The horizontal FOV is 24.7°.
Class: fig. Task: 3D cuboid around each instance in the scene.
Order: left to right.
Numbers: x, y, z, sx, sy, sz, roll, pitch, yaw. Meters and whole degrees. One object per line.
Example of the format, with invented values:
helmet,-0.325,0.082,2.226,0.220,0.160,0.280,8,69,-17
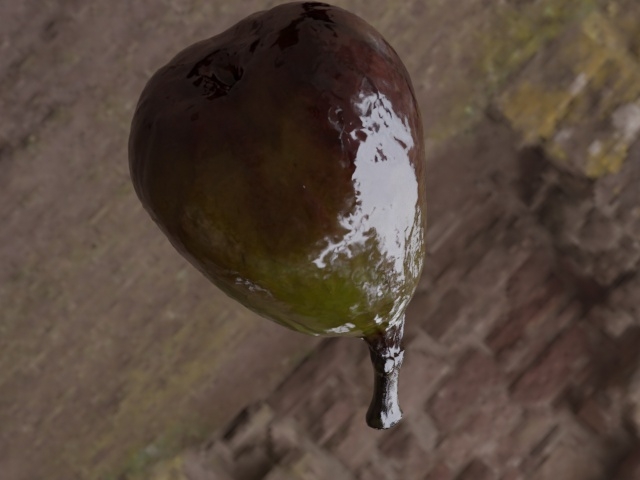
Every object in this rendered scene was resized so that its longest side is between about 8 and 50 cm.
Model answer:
fig,-0.001,0.001,0.861,0.170,0.274,0.145,-20,-156,11
